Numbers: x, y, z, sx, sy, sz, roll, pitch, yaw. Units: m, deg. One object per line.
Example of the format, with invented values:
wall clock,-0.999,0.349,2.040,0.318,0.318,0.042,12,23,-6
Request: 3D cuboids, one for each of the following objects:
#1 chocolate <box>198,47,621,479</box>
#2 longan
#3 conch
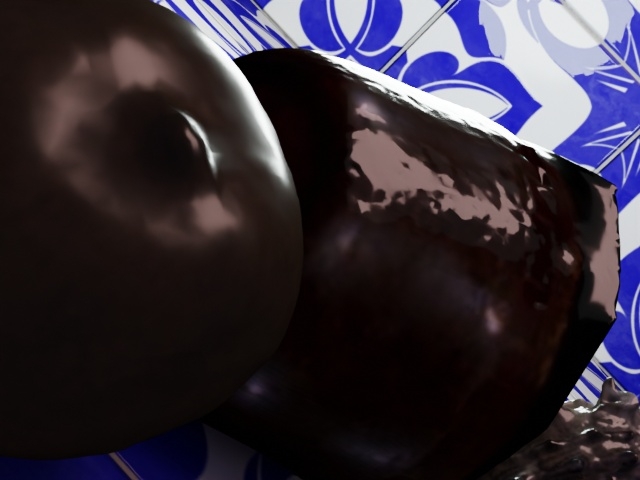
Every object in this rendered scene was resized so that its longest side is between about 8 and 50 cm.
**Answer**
chocolate,0.000,0.000,1.025,0.331,0.384,0.384,36,17,-30
longan,-0.152,-0.008,0.747,0.297,0.297,0.297,42,14,-13
conch,0.208,0.236,1.108,0.240,0.313,0.186,-20,38,-28
